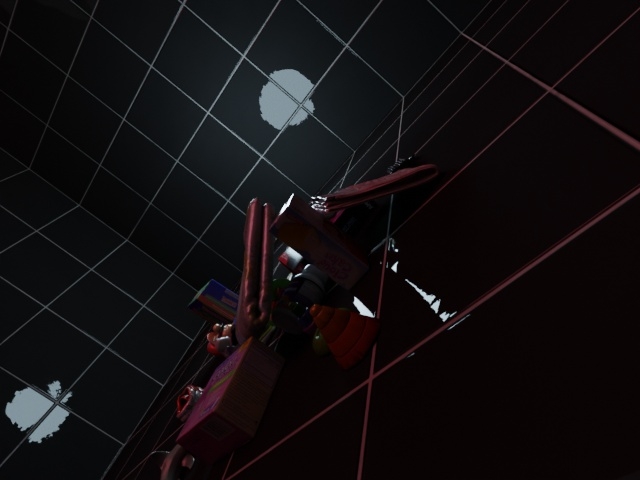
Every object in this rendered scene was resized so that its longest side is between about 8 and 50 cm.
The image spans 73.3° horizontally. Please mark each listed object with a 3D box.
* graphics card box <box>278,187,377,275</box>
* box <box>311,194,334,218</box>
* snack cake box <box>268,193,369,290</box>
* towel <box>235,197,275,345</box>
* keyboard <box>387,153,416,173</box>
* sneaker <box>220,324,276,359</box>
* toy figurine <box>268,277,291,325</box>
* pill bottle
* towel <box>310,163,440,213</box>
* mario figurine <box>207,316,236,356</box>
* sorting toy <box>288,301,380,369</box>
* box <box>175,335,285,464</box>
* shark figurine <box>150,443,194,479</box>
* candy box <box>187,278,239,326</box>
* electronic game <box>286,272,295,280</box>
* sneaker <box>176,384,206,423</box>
[{"bbox_3d":[0.018,-0.025,1.544,0.371,0.094,0.233,-49,19,-6],"label":"graphics card box"},{"bbox_3d":[-0.023,-0.083,1.511,0.169,0.059,0.054,-34,22,35],"label":"box"},{"bbox_3d":[0.000,0.000,1.148,0.089,0.264,0.152,-50,10,15],"label":"snack cake box"},{"bbox_3d":[-0.196,0.104,1.273,0.320,0.090,0.374,115,157,-64],"label":"towel"},{"bbox_3d":[0.279,-0.267,1.484,0.108,0.023,0.180,-31,8,9],"label":"keyboard"},{"bbox_3d":[-0.237,0.315,1.486,0.111,0.121,0.300,-44,12,33],"label":"sneaker"},{"bbox_3d":[-0.121,0.227,1.382,0.159,0.130,0.173,-137,64,-71],"label":"toy figurine"},{"bbox_3d":[-0.052,0.164,1.243,0.108,0.108,0.193,-39,16,51],"label":"pill bottle"},{"bbox_3d":[0.139,-0.148,1.247,0.317,0.053,0.332,-18,8,-6],"label":"towel"},{"bbox_3d":[-0.343,0.334,1.727,0.320,0.170,0.198,-42,-23,8],"label":"mario figurine"},{"bbox_3d":[-0.004,0.175,0.951,0.127,0.126,0.365,-54,11,-13],"label":"sorting toy"},{"bbox_3d":[-0.228,0.411,1.118,0.213,0.117,0.243,-44,12,34],"label":"box"},{"bbox_3d":[-0.436,0.647,1.219,0.166,0.116,0.278,-50,8,12],"label":"shark figurine"},{"bbox_3d":[-0.474,0.328,2.066,0.317,0.268,0.122,-35,23,58],"label":"candy box"},{"bbox_3d":[-0.071,0.109,1.701,0.229,0.048,0.229,-49,10,11],"label":"electronic game"},{"bbox_3d":[-0.343,0.472,1.325,0.090,0.145,0.270,-48,10,19],"label":"sneaker"}]
